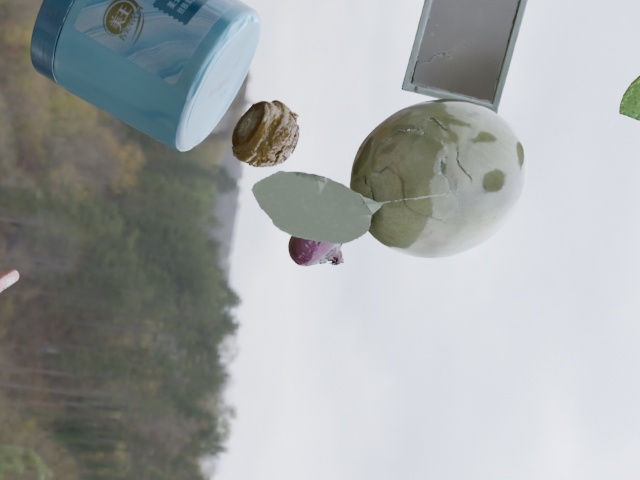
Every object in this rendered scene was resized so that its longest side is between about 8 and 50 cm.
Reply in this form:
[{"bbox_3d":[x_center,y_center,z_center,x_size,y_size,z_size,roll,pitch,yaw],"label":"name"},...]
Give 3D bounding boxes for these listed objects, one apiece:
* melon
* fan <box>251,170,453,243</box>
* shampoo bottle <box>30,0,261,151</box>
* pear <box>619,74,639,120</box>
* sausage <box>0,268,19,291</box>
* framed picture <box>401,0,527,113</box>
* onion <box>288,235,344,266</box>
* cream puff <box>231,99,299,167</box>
[{"bbox_3d":[0.193,-0.102,1.887,0.268,0.330,0.268,33,-44,39],"label":"melon"},{"bbox_3d":[0.049,-0.053,1.576,0.182,0.310,0.010,51,45,-44],"label":"fan"},{"bbox_3d":[-0.338,-0.391,2.210,0.331,0.343,0.331,-58,175,-9],"label":"shampoo bottle"},{"bbox_3d":[0.762,-0.305,2.164,0.139,0.288,0.239,-58,166,-28],"label":"pear"},{"bbox_3d":[-0.619,0.079,2.162,0.253,0.034,0.034,-140,-120,-83],"label":"sausage"},{"bbox_3d":[0.315,-0.441,2.397,0.018,0.231,0.293,-137,-119,-73],"label":"framed picture"},{"bbox_3d":[0.000,0.000,1.816,0.115,0.104,0.115,-39,-173,6],"label":"onion"},{"bbox_3d":[-0.094,-0.190,2.030,0.144,0.103,0.126,-14,-125,58],"label":"cream puff"}]
